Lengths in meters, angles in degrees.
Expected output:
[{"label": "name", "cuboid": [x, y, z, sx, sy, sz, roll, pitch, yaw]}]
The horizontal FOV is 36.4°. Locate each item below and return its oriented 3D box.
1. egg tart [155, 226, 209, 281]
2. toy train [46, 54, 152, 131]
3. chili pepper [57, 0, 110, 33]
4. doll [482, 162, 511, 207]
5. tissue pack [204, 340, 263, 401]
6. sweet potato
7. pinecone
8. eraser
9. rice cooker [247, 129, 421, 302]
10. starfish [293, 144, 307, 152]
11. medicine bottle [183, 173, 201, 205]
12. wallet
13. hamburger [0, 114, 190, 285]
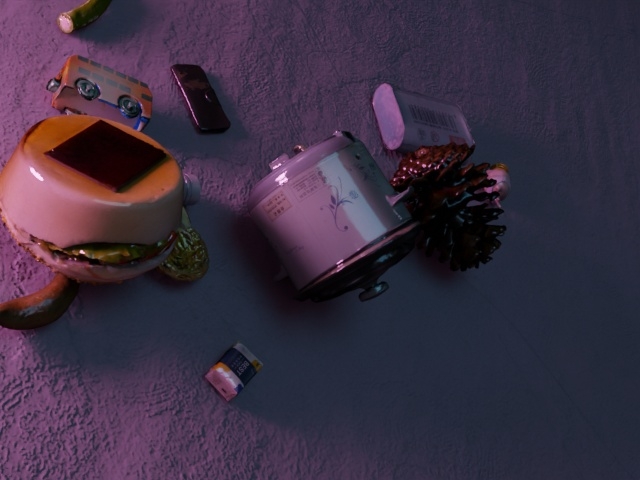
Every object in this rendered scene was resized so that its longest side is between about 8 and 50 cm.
[{"label": "egg tart", "cuboid": [-0.248, 0.020, 1.657, 0.129, 0.049, 0.128, 26, 44, -28]}, {"label": "toy train", "cuboid": [-0.386, -0.255, 1.714, 0.188, 0.072, 0.099, 21, 50, -29]}, {"label": "chili pepper", "cuboid": [-0.429, -0.447, 1.837, 0.201, 0.050, 0.052, -67, 146, -47]}, {"label": "doll", "cuboid": [0.412, -0.131, 2.322, 0.084, 0.073, 0.127, 10, 43, 6]}, {"label": "tissue pack", "cuboid": [-0.143, 0.215, 1.612, 0.062, 0.042, 0.083, 46, 42, -2]}, {"label": "sweet potato", "cuboid": [-0.404, 0.082, 1.475, 0.069, 0.059, 0.249, 39, 37, 6]}, {"label": "pinecone", "cuboid": [0.271, -0.065, 2.029, 0.292, 0.246, 0.246, 54, 41, -11]}, {"label": "eraser", "cuboid": [0.239, -0.267, 2.255, 0.227, 0.081, 0.174, 8, 53, -36]}, {"label": "rice cooker", "cuboid": [0.029, -0.028, 1.750, 0.316, 0.317, 0.264, 55, 12, 5]}, {"label": "starfish", "cuboid": [-0.004, -0.109, 1.947, 0.223, 0.050, 0.217, -21, 53, -35]}, {"label": "medicine bottle", "cuboid": [-0.263, -0.090, 1.713, 0.091, 0.058, 0.058, -1, 62, -41]}, {"label": "wallet", "cuboid": [-0.234, -0.277, 1.902, 0.082, 0.018, 0.156, -8, 66, -44]}, {"label": "hamburger", "cuboid": [-0.353, -0.064, 1.515, 0.302, 0.170, 0.302, 17, 32, -11]}]
